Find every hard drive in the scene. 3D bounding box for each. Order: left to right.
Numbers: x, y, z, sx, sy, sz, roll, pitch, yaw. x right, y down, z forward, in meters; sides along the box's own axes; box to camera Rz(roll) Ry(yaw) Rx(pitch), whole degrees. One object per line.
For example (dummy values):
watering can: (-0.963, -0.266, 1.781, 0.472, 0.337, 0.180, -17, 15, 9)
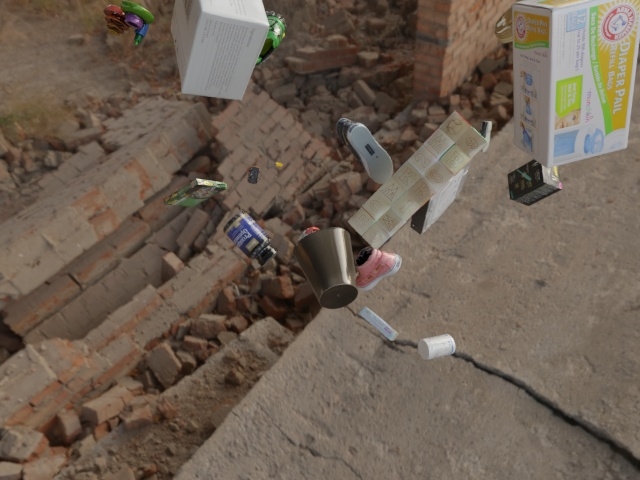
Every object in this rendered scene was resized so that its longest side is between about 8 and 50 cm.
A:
hard drive: (0.421, -0.177, 1.620, 0.064, 0.339, 0.237, 40, 76, 20)

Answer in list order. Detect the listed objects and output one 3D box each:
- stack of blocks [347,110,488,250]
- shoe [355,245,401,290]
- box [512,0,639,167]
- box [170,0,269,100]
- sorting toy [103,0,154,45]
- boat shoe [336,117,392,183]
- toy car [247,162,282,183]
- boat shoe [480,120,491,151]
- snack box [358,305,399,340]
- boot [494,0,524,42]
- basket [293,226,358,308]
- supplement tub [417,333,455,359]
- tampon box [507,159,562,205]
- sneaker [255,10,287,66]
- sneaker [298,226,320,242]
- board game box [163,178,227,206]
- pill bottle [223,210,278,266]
stack of blocks: (0.203, -0.121, 0.974, 0.087, 0.171, 0.297, 46, 106, 6)
shoe: (0.113, 0.066, 1.122, 0.081, 0.178, 0.063, 24, 59, -17)
box: (0.331, -0.218, 0.615, 0.114, 0.203, 0.103, -15, 31, 2)
box: (-0.189, -0.387, 0.841, 0.119, 0.182, 0.180, -1, 61, -28)
sorting toy: (-0.308, -0.345, 0.743, 0.102, 0.061, 0.042, 17, 87, 38)
boat shoe: (0.106, -0.215, 1.098, 0.065, 0.183, 0.083, -40, 40, 0)
toy car: (-0.186, -0.223, 1.531, 0.122, 0.060, 0.040, -11, 19, -17)
boat shoe: (0.662, -0.421, 1.877, 0.038, 0.125, 0.046, 23, 37, 38)
snack box: (0.205, 0.290, 1.614, 0.141, 0.100, 0.037, 39, 88, 20)
boot: (0.423, -0.554, 0.966, 0.204, 0.262, 0.095, 18, 61, -26)
basket: (0.029, 0.096, 1.504, 0.204, 0.154, 0.226, -21, 48, 4)
supplement tub: (0.390, 0.357, 1.555, 0.107, 0.071, 0.071, -6, 47, -21)
tampon box: (0.825, -0.227, 1.789, 0.102, 0.161, 0.120, 15, 65, -22)
sneaker: (-0.272, -0.656, 1.623, 0.344, 0.134, 0.146, -28, 37, 33)
sneaker: (-0.001, 0.000, 1.905, 0.090, 0.270, 0.144, 6, 64, -37)
board game box: (-0.508, -0.188, 1.869, 0.260, 0.136, 0.030, -18, 78, 41)
pill bottle: (-0.277, -0.003, 1.868, 0.219, 0.123, 0.123, 45, 63, 2)
